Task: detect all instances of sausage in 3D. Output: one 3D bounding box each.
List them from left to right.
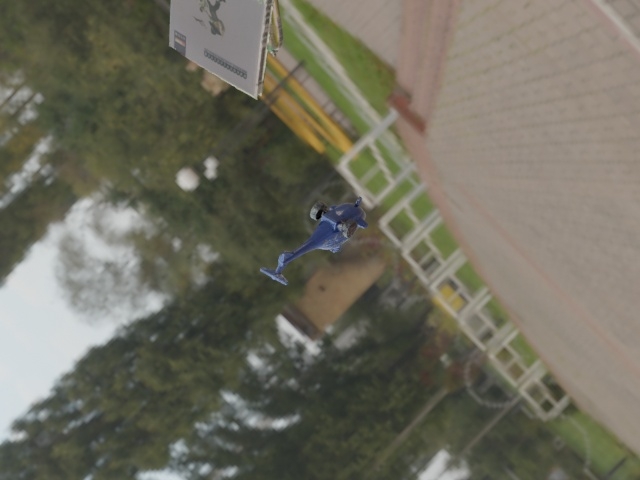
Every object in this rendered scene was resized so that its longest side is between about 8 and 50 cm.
[{"bbox_3d":[-0.078,-0.357,1.446,0.033,0.033,0.269,-134,31,-60],"label":"sausage"}]

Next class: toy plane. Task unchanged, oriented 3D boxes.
[{"bbox_3d":[0.000,0.000,1.288,0.054,0.062,0.167,30,-143,24],"label":"toy plane"}]

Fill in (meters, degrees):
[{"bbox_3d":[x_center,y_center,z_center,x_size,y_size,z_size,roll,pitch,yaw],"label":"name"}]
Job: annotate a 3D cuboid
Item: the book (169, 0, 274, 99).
[{"bbox_3d":[-0.088,-0.233,1.043,0.127,0.014,0.181,33,130,31],"label":"book"}]
